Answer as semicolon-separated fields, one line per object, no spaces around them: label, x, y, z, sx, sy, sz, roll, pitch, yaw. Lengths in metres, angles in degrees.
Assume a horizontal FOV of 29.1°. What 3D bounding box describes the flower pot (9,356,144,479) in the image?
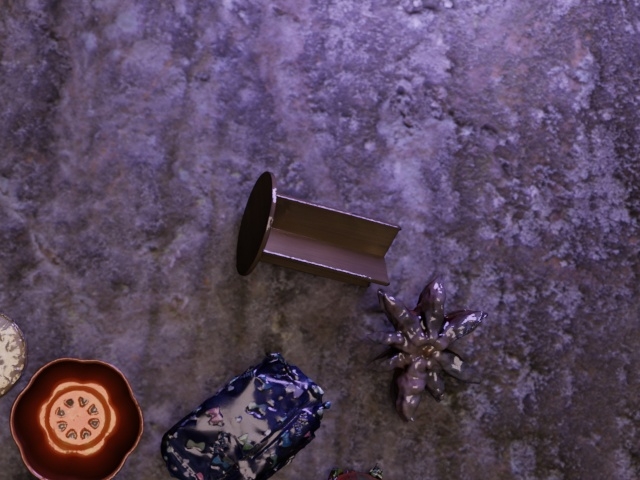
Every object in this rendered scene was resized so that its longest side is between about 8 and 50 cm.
flower pot;-0.358;0.264;1.827;0.190;0.173;0.191;1;85;-9

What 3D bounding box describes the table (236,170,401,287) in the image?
table;0.000;0.000;1.936;0.226;0.167;0.167;15;82;-17

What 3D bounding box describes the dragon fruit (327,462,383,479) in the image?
dragon fruit;0.040;0.433;1.917;0.138;0.142;0.175;39;100;35

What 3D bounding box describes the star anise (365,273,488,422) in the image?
star anise;0.165;0.171;1.961;0.229;0.093;0.236;25;91;-15

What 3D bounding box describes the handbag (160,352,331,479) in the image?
handbag;-0.115;0.297;1.899;0.260;0.113;0.162;-41;86;-10

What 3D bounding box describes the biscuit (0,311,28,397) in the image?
biscuit;-0.523;0.175;1.885;0.152;0.020;0.152;1;84;-9
